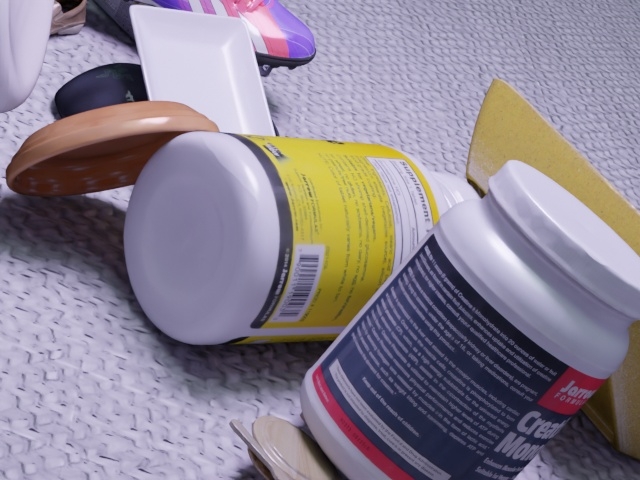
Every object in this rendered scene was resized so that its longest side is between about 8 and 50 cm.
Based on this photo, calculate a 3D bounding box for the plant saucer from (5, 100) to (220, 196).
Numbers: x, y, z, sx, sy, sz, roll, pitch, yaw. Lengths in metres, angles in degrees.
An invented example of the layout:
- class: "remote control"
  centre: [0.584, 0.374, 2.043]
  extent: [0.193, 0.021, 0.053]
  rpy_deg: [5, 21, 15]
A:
- class: "plant saucer"
  centre: [-0.190, -0.085, 1.545]
  extent: [0.200, 0.200, 0.037]
  rpy_deg: [-2, 76, -47]

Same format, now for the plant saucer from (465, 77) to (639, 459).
- class: "plant saucer"
  centre: [0.251, 0.053, 1.681]
  extent: [0.081, 0.333, 0.333]
  rpy_deg: [-29, 50, -10]

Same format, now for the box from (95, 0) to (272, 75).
- class: "box"
  centre: [-0.180, -0.291, 2.078]
  extent: [0.183, 0.056, 0.231]
  rpy_deg: [-1, 38, -47]

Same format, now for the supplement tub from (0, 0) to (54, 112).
- class: "supplement tub"
  centre: [-0.400, -0.235, 1.421]
  extent: [0.324, 0.235, 0.235]
  rpy_deg: [6, 27, 1]

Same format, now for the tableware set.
- class: "tableware set"
  centre: [0.006, 0.219, 1.350]
  extent: [0.194, 0.039, 0.128]
  rpy_deg: [47, 19, 22]

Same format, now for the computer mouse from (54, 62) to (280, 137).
- class: "computer mouse"
  centre: [-0.146, -0.131, 1.800]
  extent: [0.272, 0.072, 0.188]
  rpy_deg: [16, 29, -24]

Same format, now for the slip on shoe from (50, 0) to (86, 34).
- class: "slip on shoe"
  centre: [-0.308, -0.252, 1.894]
  extent: [0.051, 0.041, 0.135]
  rpy_deg: [39, 27, 20]

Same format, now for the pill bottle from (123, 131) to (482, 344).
- class: "pill bottle"
  centre: [0.000, 0.000, 1.571]
  extent: [0.334, 0.188, 0.188]
  rpy_deg: [2, 36, -44]

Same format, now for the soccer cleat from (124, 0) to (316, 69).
- class: "soccer cleat"
  centre: [-0.139, -0.303, 1.942]
  extent: [0.318, 0.116, 0.108]
  rpy_deg: [27, 27, 0]

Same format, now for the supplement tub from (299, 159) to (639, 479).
- class: "supplement tub"
  centre: [0.131, 0.089, 1.404]
  extent: [0.191, 0.272, 0.191]
  rpy_deg: [37, 16, -12]

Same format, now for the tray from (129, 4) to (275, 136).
- class: "tray"
  centre: [-0.114, -0.113, 1.731]
  extent: [0.145, 0.030, 0.270]
  rpy_deg: [3, 62, -36]
